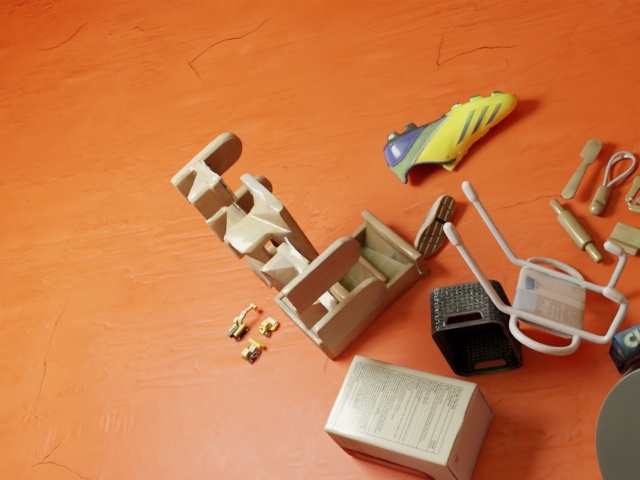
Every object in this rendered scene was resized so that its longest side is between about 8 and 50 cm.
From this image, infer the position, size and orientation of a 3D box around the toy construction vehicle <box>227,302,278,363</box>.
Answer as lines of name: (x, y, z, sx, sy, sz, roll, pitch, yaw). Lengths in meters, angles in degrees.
toy construction vehicle: (-0.137, 0.178, 2.019, 0.086, 0.035, 0.098, 32, 76, 37)

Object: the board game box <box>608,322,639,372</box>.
board game box: (0.532, 0.143, 1.592, 0.165, 0.243, 0.042, -26, 74, 6)

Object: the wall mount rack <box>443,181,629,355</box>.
wall mount rack: (0.344, 0.040, 1.687, 0.304, 0.130, 0.350, 20, 25, 8)

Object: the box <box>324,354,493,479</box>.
box: (0.150, 0.304, 1.738, 0.232, 0.127, 0.148, 11, 63, 31)

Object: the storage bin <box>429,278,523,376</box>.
storage bin: (0.265, 0.151, 1.752, 0.122, 0.180, 0.084, -11, 55, 18)

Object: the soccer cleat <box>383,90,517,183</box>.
soccer cleat: (0.269, -0.205, 2.072, 0.289, 0.093, 0.121, -24, 81, 3)

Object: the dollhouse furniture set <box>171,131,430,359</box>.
dollhouse furniture set: (0.000, 0.000, 1.842, 0.256, 0.394, 0.362, -43, 51, -7)

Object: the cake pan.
cake pan: (0.518, 0.307, 1.495, 0.293, 0.054, 0.293, 2, 92, 52)

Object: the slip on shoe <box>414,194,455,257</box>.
slip on shoe: (0.215, -0.026, 1.990, 0.135, 0.051, 0.041, -66, 17, -14)

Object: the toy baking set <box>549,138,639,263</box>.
toy baking set: (0.524, -0.071, 1.882, 0.197, 0.030, 0.256, -33, 51, -2)
